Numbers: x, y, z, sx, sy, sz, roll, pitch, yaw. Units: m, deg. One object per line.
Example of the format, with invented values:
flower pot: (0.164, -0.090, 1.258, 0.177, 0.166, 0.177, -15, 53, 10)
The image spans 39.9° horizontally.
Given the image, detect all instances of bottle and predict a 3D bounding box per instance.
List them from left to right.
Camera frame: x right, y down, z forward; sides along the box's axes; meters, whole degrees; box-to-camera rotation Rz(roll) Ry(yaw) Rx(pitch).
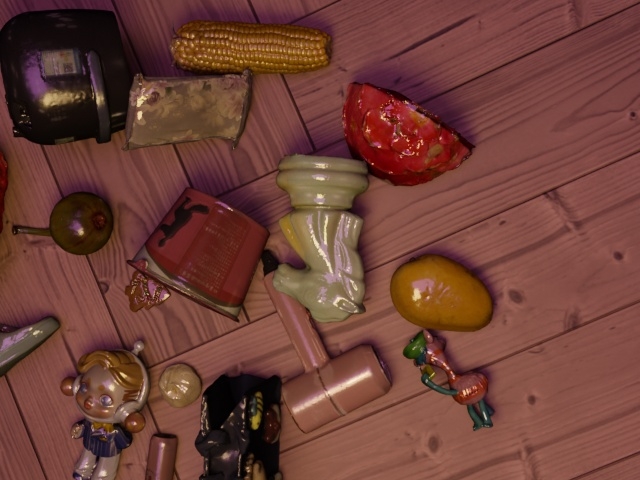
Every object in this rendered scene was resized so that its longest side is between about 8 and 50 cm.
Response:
bottle: (-0.307, 0.442, 1.687, 0.053, 0.053, 0.140, 7, 89, 8)

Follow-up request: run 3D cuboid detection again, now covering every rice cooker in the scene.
rice cooker: (-0.470, -0.298, 1.630, 0.224, 0.267, 0.267, -11, 86, -17)

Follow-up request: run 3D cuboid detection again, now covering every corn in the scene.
corn: (-0.131, -0.365, 1.670, 0.305, 0.106, 0.106, 0, 88, 4)

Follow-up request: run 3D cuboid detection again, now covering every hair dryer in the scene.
hair dryer: (-0.021, 0.164, 1.643, 0.189, 0.107, 0.344, -28, 78, 6)

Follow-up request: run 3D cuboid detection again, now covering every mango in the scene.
mango: (0.221, 0.102, 1.608, 0.195, 0.098, 0.137, 28, 89, 1)

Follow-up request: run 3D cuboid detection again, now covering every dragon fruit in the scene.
dragon fruit: (0.144, -0.185, 1.613, 0.262, 0.163, 0.189, 26, 119, 8)

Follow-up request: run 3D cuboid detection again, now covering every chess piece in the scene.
chess piece: (0.000, 0.000, 1.598, 0.176, 0.176, 0.298, 0, 85, 8)

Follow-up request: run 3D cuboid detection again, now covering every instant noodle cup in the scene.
instant noodle cup: (-0.210, 0.023, 1.613, 0.235, 0.235, 0.178, 28, 83, 8)

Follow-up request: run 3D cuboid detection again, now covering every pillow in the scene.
pillow: (-0.244, -0.246, 1.629, 0.059, 0.255, 0.169, 47, 133, 41)

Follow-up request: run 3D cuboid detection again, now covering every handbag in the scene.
handbag: (-0.137, 0.396, 1.529, 0.122, 0.329, 0.303, 0, 88, 4)

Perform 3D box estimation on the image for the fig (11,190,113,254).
fig: (-0.507, -0.022, 1.718, 0.236, 0.124, 0.124, -10, 86, 31)

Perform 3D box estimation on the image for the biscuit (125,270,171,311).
biscuit: (-0.338, 0.103, 1.724, 0.092, 0.016, 0.082, 8, 89, 10)

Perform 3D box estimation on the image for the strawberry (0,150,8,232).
strawberry: (-0.714, -0.045, 1.659, 0.295, 0.317, 0.345, 29, 74, 38)

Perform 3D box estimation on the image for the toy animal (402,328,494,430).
toy animal: (0.236, 0.257, 1.596, 0.208, 0.103, 0.100, 50, 138, 4)

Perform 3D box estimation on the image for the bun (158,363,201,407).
bun: (-0.272, 0.278, 1.688, 0.086, 0.055, 0.086, 0, 88, 9)

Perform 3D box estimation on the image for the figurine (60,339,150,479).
figurine: (-0.395, 0.335, 1.673, 0.194, 0.133, 0.274, -4, 93, 31)

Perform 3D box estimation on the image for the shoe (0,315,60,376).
shoe: (-0.630, 0.207, 1.720, 0.251, 0.103, 0.100, -33, 85, 0)
